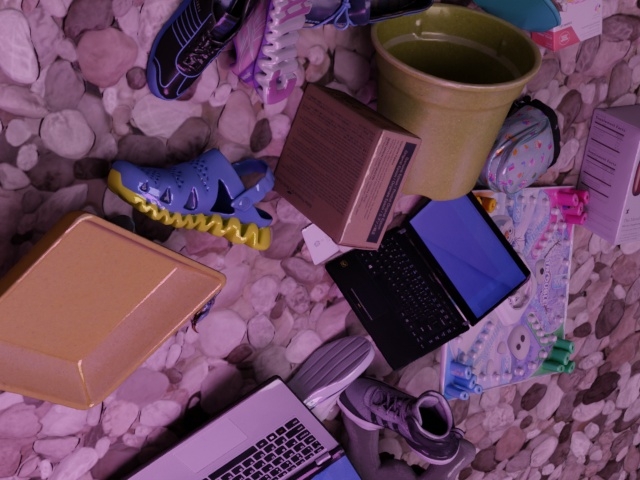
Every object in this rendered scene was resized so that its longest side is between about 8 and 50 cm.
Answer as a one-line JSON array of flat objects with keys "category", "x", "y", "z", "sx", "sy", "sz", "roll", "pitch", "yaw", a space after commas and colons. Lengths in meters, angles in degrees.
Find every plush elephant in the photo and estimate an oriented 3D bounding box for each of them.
[{"category": "plush elephant", "x": 0.141, "y": 0.522, "z": 2.184, "sx": 0.272, "sy": 0.255, "sz": 0.330, "roll": 12, "pitch": 72, "yaw": 2}]

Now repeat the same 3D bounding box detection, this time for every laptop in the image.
[{"category": "laptop", "x": 0.185, "y": 0.055, "z": 1.922, "sx": 0.264, "sy": 0.234, "sz": 0.136, "roll": -27, "pitch": 160, "yaw": -20}, {"category": "laptop", "x": -0.105, "y": 0.516, "z": 1.955, "sx": 0.382, "sy": 0.236, "sz": 0.408, "roll": -34, "pitch": 133, "yaw": 2}]

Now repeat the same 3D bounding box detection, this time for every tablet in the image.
[{"category": "tablet", "x": 0.000, "y": 0.000, "z": 1.937, "sx": 0.054, "sy": 0.006, "sz": 0.083, "roll": -32, "pitch": 128, "yaw": -15}]

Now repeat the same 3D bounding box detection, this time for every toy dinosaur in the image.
[{"category": "toy dinosaur", "x": -0.197, "y": 0.103, "z": 1.855, "sx": 0.082, "sy": 0.047, "sz": 0.090, "roll": -42, "pitch": 164, "yaw": -18}]

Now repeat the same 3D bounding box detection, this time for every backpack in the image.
[{"category": "backpack", "x": 0.354, "y": -0.164, "z": 2.005, "sx": 0.182, "sy": 0.115, "sz": 0.152, "roll": -30, "pitch": 124, "yaw": -28}]

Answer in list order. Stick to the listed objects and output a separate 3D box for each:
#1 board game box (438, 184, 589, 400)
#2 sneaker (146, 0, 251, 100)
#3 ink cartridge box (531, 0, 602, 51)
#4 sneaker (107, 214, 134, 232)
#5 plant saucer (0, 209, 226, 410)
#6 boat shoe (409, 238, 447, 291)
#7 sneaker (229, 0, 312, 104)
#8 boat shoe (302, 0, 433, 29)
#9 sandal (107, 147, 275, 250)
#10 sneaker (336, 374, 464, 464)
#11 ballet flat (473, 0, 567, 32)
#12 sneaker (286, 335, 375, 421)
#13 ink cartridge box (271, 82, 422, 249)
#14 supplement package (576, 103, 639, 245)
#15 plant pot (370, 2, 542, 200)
[{"category": "board game box", "x": 0.382, "y": 0.095, "z": 2.104, "sx": 0.390, "sy": 0.050, "sz": 0.390, "roll": -5, "pitch": 101, "yaw": -44}, {"category": "sneaker", "x": -0.173, "y": -0.301, "z": 1.597, "sx": 0.081, "sy": 0.090, "sz": 0.232, "roll": 21, "pitch": 102, "yaw": -40}, {"category": "ink cartridge box", "x": 0.436, "y": -0.449, "z": 1.938, "sx": 0.115, "sy": 0.067, "sz": 0.198, "roll": -24, "pitch": 126, "yaw": -21}, {"category": "sneaker", "x": -0.356, "y": 0.009, "z": 1.654, "sx": 0.166, "sy": 0.065, "sz": 0.076, "roll": -36, "pitch": 151, "yaw": -14}, {"category": "plant saucer", "x": -0.359, "y": 0.096, "z": 1.637, "sx": 0.333, "sy": 0.081, "sz": 0.333, "roll": -44, "pitch": 145, "yaw": 12}, {"category": "boat shoe", "x": 0.277, "y": 0.091, "z": 2.112, "sx": 0.116, "sy": 0.099, "sz": 0.319, "roll": -45, "pitch": 131, "yaw": -4}, {"category": "sneaker", "x": -0.081, "y": -0.325, "z": 1.634, "sx": 0.095, "sy": 0.104, "sz": 0.236, "roll": -27, "pitch": 139, "yaw": -50}, {"category": "boat shoe", "x": 0.058, "y": -0.385, "z": 1.700, "sx": 0.258, "sy": 0.089, "sz": 0.109, "roll": -16, "pitch": 126, "yaw": -19}, {"category": "sandal", "x": -0.188, "y": -0.084, "z": 1.699, "sx": 0.317, "sy": 0.126, "sz": 0.138, "roll": 13, "pitch": 104, "yaw": -47}, {"category": "sneaker", "x": 0.149, "y": 0.309, "z": 2.039, "sx": 0.101, "sy": 0.268, "sz": 0.153, "roll": -56, "pitch": 170, "yaw": -26}, {"category": "ballet flat", "x": 0.266, "y": -0.468, "z": 1.780, "sx": 0.409, "sy": 0.147, "sz": 0.147, "roll": 17, "pitch": 105, "yaw": -39}, {"category": "sneaker", "x": -0.001, "y": 0.278, "z": 2.048, "sx": 0.258, "sy": 0.094, "sz": 0.091, "roll": -38, "pitch": 140, "yaw": 1}, {"category": "ink cartridge box", "x": 0.035, "y": -0.120, "z": 1.742, "sx": 0.088, "sy": 0.235, "sz": 0.193, "roll": 9, "pitch": 110, "yaw": -36}, {"category": "supplement package", "x": 0.614, "y": -0.134, "z": 2.190, "sx": 0.139, "sy": 0.134, "sz": 0.244, "roll": -10, "pitch": 120, "yaw": -30}, {"category": "plant pot", "x": 0.197, "y": -0.215, "z": 1.805, "sx": 0.276, "sy": 0.276, "sz": 0.254, "roll": -13, "pitch": 132, "yaw": -28}]
